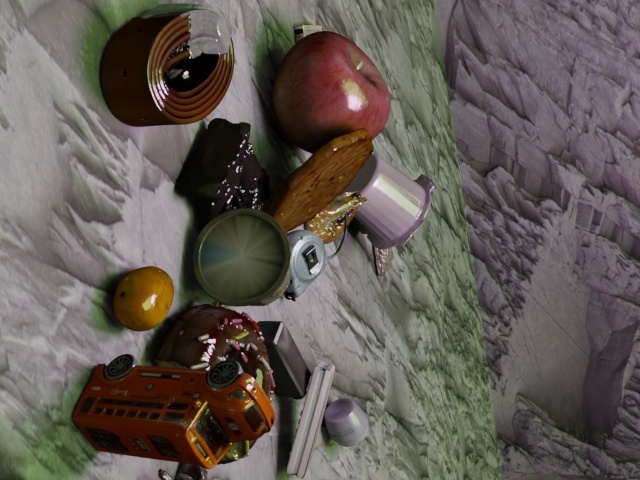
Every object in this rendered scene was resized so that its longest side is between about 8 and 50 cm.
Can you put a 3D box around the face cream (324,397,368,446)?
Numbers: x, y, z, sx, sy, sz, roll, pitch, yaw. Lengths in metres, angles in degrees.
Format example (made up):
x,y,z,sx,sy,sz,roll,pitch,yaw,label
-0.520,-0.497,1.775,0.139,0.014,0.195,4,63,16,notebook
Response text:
x,y,z,sx,sy,sz,roll,pitch,yaw,label
0.072,0.508,2.392,0.104,0.117,0.117,64,33,-28,face cream

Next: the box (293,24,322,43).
x,y,z,sx,sy,sz,roll,pitch,yaw,label
-0.020,-0.478,2.399,0.129,0.033,0.247,-27,112,-63,box

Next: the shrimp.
x,y,z,sx,sy,sz,roll,pitch,yaw,label
0.046,-0.065,2.384,0.217,0.051,0.115,-33,127,-23,shrimp

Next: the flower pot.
x,y,z,sx,sy,sz,roll,pitch,yaw,label
-0.147,0.061,1.858,0.202,0.212,0.212,60,33,-69,flower pot

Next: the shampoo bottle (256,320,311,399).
x,y,z,sx,sy,sz,roll,pitch,yaw,label
-0.091,0.302,2.099,0.080,0.079,0.246,-68,146,-41,shampoo bottle

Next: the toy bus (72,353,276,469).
x,y,z,sx,sy,sz,roll,pitch,yaw,label
-0.248,0.295,1.460,0.153,0.329,0.143,-65,145,-42,toy bus

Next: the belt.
x,y,z,sx,sy,sz,roll,pitch,yaw,label
-0.293,-0.348,1.692,0.338,0.122,0.217,-53,137,-52,belt

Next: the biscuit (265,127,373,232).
x,y,z,sx,sy,sz,roll,pitch,yaw,label
-0.003,-0.144,2.106,0.046,0.359,0.359,49,21,13,biscuit

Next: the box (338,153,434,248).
x,y,z,sx,sy,sz,roll,pitch,yaw,label
0.161,-0.132,2.560,0.206,0.291,0.262,38,57,-29,box

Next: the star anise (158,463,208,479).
x,y,z,sx,sy,sz,roll,pitch,yaw,label
-0.259,0.525,1.697,0.231,0.089,0.209,54,31,-68,star anise

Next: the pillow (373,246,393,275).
x,y,z,sx,sy,sz,roll,pitch,yaw,label
0.208,-0.018,2.831,0.135,0.049,0.248,-40,127,-65,pillow

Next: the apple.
x,y,z,sx,sy,sz,roll,pitch,yaw,label
0.016,-0.367,2.207,0.345,0.269,0.345,40,30,-29,apple

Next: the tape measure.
x,y,z,sx,sy,sz,roll,pitch,yaw,label
0.001,0.001,2.235,0.330,0.084,0.164,-47,135,-32,tape measure

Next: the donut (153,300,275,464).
x,y,z,sx,sy,sz,roll,pitch,yaw,label
-0.199,0.281,1.797,0.259,0.136,0.345,-56,137,-47,donut

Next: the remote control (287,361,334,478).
x,y,z,sx,sy,sz,roll,pitch,yaw,label
-0.025,0.447,2.153,0.103,0.055,0.277,12,92,-84,remote control

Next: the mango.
x,y,z,sx,sy,sz,roll,pitch,yaw,label
-0.325,0.102,1.601,0.165,0.089,0.115,-61,142,-54,mango

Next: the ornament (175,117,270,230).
x,y,z,sx,sy,sz,roll,pitch,yaw,label
-0.198,-0.109,1.910,0.260,0.106,0.251,72,35,-49,ornament
